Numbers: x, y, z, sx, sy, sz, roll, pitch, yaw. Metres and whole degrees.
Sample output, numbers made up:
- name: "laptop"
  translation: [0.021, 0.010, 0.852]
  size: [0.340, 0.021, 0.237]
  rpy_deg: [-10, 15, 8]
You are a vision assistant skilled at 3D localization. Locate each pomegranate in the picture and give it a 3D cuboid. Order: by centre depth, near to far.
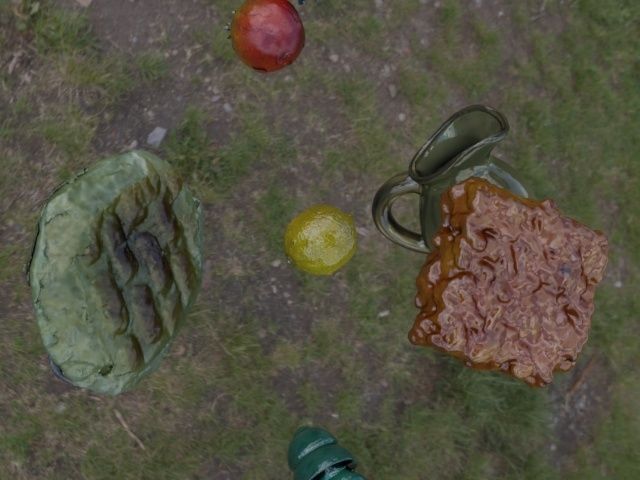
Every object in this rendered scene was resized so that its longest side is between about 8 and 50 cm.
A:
- name: "pomegranate"
  translation: [-0.155, -0.573, 1.846]
  size: [0.210, 0.235, 0.210]
  rpy_deg: [-39, 144, -35]

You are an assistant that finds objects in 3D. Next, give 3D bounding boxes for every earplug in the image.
- name: "earplug"
  translation: [0.027, 0.574, 1.598]
  size: [0.164, 0.257, 0.280]
  rpy_deg: [-32, 64, -2]

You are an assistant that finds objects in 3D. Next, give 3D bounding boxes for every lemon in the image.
- name: "lemon"
  translation: [0.000, 0.000, 1.853]
  size: [0.231, 0.192, 0.192]
  rpy_deg: [-36, 105, -16]

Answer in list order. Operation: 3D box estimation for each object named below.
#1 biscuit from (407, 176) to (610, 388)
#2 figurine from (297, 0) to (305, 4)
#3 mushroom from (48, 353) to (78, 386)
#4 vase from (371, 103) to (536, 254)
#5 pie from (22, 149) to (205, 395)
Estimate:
- name: "biscuit"
  translation: [0.324, 0.075, 1.134]
  size: [0.318, 0.110, 0.312]
  rpy_deg: [21, 81, -13]
- name: "figurine"
  translation: [-0.067, -0.728, 1.824]
  size: [0.114, 0.178, 0.144]
  rpy_deg: [-30, 60, 2]
- name: "mushroom"
  translation: [-0.467, 0.171, 1.530]
  size: [0.247, 0.130, 0.344]
  rpy_deg: [44, 83, -24]
- name: "vase"
  translation: [0.261, -0.081, 1.370]
  size: [0.302, 0.329, 0.241]
  rpy_deg: [58, 27, -32]
- name: "pie"
  translation: [-0.240, 0.034, 0.835]
  size: [0.306, 0.071, 0.306]
  rpy_deg: [-16, 107, -63]
